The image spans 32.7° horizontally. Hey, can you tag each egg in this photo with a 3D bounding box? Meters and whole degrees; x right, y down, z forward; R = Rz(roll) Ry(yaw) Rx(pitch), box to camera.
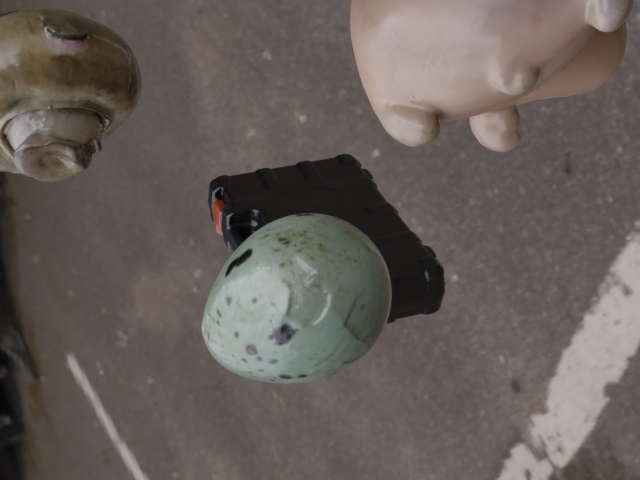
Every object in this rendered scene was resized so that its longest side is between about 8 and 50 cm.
[{"bbox_3d":[-0.023,0.051,0.849,0.164,0.131,0.131,-35,74,20],"label":"egg"}]

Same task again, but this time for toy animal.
[{"bbox_3d":[0.166,-0.197,0.894,0.247,0.277,0.345,68,-168,-48],"label":"toy animal"}]

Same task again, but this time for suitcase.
[{"bbox_3d":[0.000,0.000,1.274,0.285,0.206,0.066,-123,27,-50],"label":"suitcase"}]

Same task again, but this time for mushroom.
[{"bbox_3d":[-0.334,-0.175,1.299,0.255,0.254,0.184,127,139,-59],"label":"mushroom"}]
